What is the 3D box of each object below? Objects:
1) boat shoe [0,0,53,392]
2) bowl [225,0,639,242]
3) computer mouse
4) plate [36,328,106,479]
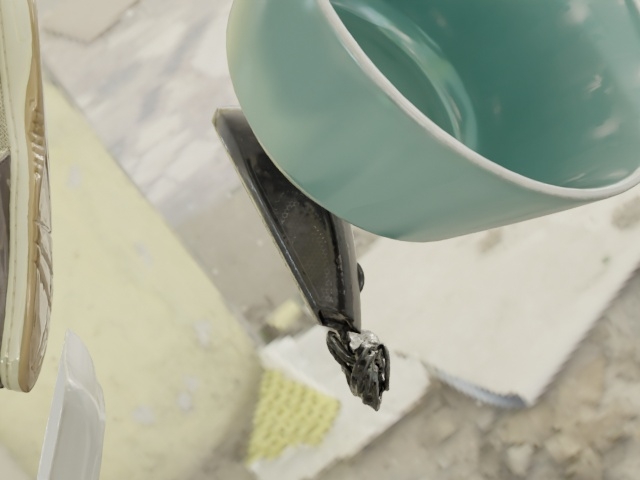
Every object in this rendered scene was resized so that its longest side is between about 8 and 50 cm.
[{"bbox_3d":[-0.223,-0.040,0.991,0.092,0.103,0.285,-3,74,-6],"label":"boat shoe"},{"bbox_3d":[0.061,-0.121,1.007,0.163,0.311,0.311,-42,22,41],"label":"bowl"},{"bbox_3d":[0.000,0.000,1.263,0.072,0.272,0.188,-28,4,-2],"label":"computer mouse"},{"bbox_3d":[-0.223,0.232,1.312,0.277,0.045,0.278,-146,66,-79],"label":"plate"}]
